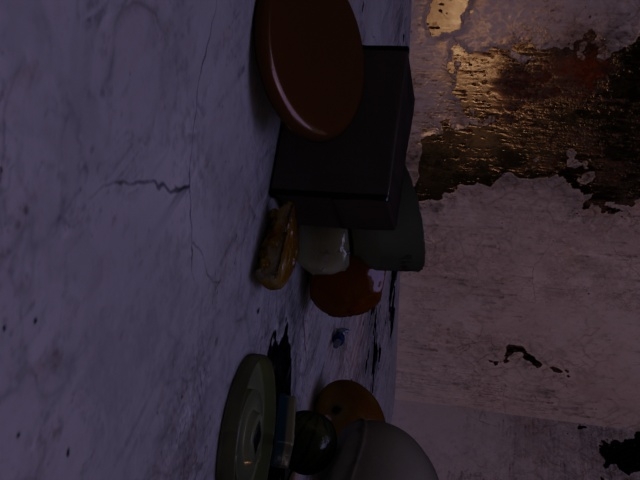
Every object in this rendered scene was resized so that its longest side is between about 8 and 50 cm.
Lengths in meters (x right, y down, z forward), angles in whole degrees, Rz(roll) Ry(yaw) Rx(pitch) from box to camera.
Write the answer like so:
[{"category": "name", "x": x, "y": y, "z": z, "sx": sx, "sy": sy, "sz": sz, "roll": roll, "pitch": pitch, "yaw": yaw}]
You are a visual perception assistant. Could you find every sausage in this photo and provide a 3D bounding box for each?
[{"category": "sausage", "x": 0.059, "y": 0.015, "z": 1.620, "sx": 0.153, "sy": 0.141, "sz": 0.268, "roll": 93, "pitch": 7, "yaw": -64}]

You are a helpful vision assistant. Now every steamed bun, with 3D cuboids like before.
[{"category": "steamed bun", "x": 0.082, "y": 0.510, "z": 1.506, "sx": 0.374, "sy": 0.241, "sz": 0.374, "roll": -154, "pitch": -90, "yaw": -88}, {"category": "steamed bun", "x": 0.000, "y": 0.000, "z": 1.441, "sx": 0.130, "sy": 0.091, "sz": 0.112, "roll": -112, "pitch": -162, "yaw": -77}]

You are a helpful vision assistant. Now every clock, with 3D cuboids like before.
[{"category": "clock", "x": -0.100, "y": 0.279, "z": 1.219, "sx": 0.235, "sy": 0.029, "sz": 0.235, "roll": 6, "pitch": 90, "yaw": -80}]

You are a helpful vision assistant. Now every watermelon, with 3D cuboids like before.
[{"category": "watermelon", "x": -0.029, "y": 0.357, "z": 1.466, "sx": 0.105, "sy": 0.105, "sz": 0.133, "roll": 67, "pitch": 45, "yaw": -70}]

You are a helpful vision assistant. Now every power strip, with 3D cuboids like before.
[{"category": "power strip", "x": -0.059, "y": 0.306, "z": 1.387, "sx": 0.123, "sy": 0.032, "sz": 0.056, "roll": -88, "pitch": -172, "yaw": -60}]

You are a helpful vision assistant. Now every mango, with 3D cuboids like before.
[{"category": "mango", "x": 0.065, "y": 0.383, "z": 1.851, "sx": 0.175, "sy": 0.139, "sz": 0.254, "roll": 64, "pitch": 6, "yaw": -1}]

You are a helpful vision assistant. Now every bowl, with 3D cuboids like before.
[{"category": "bowl", "x": 0.096, "y": -0.038, "z": 1.462, "sx": 0.211, "sy": 0.112, "sz": 0.211, "roll": 169, "pitch": -90, "yaw": -84}]

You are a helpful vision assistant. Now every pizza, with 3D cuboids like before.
[{"category": "pizza", "x": -0.061, "y": 0.008, "z": 1.251, "sx": 0.178, "sy": 0.041, "sz": 0.131, "roll": -63, "pitch": 159, "yaw": -64}]

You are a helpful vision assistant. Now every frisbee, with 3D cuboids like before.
[{"category": "frisbee", "x": -0.008, "y": -0.258, "z": 1.170, "sx": 0.251, "sy": 0.021, "sz": 0.250, "roll": 7, "pitch": 82, "yaw": -54}]

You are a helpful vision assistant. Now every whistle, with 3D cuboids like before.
[{"category": "whistle", "x": 0.045, "y": 0.226, "z": 1.993, "sx": 0.083, "sy": 0.033, "sz": 0.029, "roll": -64, "pitch": 150, "yaw": -60}]

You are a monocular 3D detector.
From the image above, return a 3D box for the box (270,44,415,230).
[{"category": "box", "x": 0.042, "y": -0.155, "z": 1.331, "sx": 0.153, "sy": 0.188, "sz": 0.252, "roll": 68, "pitch": 27, "yaw": -69}]

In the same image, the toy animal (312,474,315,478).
[{"category": "toy animal", "x": 0.029, "y": 0.501, "z": 1.882, "sx": 0.188, "sy": 0.179, "sz": 0.089, "roll": -11, "pitch": -110, "yaw": 62}]
